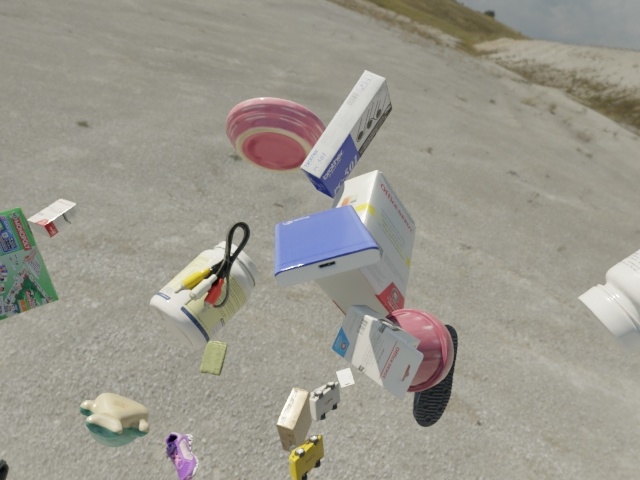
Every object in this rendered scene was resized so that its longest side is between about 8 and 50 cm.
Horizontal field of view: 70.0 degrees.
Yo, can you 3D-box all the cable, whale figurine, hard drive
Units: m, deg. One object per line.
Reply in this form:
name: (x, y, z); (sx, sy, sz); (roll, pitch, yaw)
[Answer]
cable: (-0.275, 0.081, 1.310); (0.139, 0.287, 0.072); (41, -13, -13)
whale figurine: (-0.623, 0.553, 1.362); (0.216, 0.141, 0.272); (25, -13, -7)
hard drive: (0.000, 0.000, 1.039); (0.210, 0.040, 0.319); (-15, 20, 0)

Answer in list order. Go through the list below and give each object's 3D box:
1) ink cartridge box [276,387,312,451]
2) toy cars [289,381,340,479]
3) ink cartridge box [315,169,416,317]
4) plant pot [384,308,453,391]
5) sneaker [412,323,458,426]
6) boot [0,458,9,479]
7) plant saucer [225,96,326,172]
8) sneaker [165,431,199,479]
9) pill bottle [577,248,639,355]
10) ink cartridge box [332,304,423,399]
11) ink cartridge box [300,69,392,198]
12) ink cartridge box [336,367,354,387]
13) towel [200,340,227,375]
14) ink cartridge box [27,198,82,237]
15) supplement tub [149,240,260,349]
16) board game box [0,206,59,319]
ink cartridge box: (-0.111, 0.814, 2.061); (0.088, 0.235, 0.193); (9, 41, 17)
toy cars: (-0.033, 0.668, 1.639); (0.087, 0.177, 0.394); (-4, 44, 29)
ink cartridge box: (0.145, 0.024, 1.386); (0.279, 0.160, 0.385); (50, 42, -32)
plant pot: (0.188, 0.259, 1.080); (0.201, 0.201, 0.180); (47, 17, 32)
sneaker: (0.348, 0.419, 1.455); (0.112, 0.320, 0.131); (19, -8, -16)
boot: (-0.912, 0.786, 1.303); (0.207, 0.094, 0.247); (39, 57, -18)
plant saucer: (-0.144, -0.318, 1.472); (0.331, 0.332, 0.084); (16, 64, -22)
sneaker: (-0.529, 0.806, 1.712); (0.104, 0.095, 0.236); (45, -4, -30)
pill bottle: (0.648, 0.081, 0.847); (0.160, 0.283, 0.160); (47, 16, -17)
ink cartridge box: (0.121, 0.215, 0.898); (0.180, 0.104, 0.060); (31, 13, 35)
ink cartridge box: (0.051, -0.185, 0.814); (0.046, 0.207, 0.097); (31, -6, 22)
ink cartridge box: (0.109, 0.595, 1.955); (0.062, 0.029, 0.115); (-17, 20, -3)
towel: (-0.479, 0.530, 2.063); (0.109, 0.148, 0.027); (4, -19, 16)
ink cartridge box: (-0.922, -0.079, 1.593); (0.099, 0.056, 0.135); (15, 44, 27)
supplement tub: (-0.385, 0.181, 1.564); (0.235, 0.236, 0.325); (35, 60, 14)
board game box: (-0.991, 0.079, 1.429); (0.213, 0.318, 0.046); (-21, 9, -26)
